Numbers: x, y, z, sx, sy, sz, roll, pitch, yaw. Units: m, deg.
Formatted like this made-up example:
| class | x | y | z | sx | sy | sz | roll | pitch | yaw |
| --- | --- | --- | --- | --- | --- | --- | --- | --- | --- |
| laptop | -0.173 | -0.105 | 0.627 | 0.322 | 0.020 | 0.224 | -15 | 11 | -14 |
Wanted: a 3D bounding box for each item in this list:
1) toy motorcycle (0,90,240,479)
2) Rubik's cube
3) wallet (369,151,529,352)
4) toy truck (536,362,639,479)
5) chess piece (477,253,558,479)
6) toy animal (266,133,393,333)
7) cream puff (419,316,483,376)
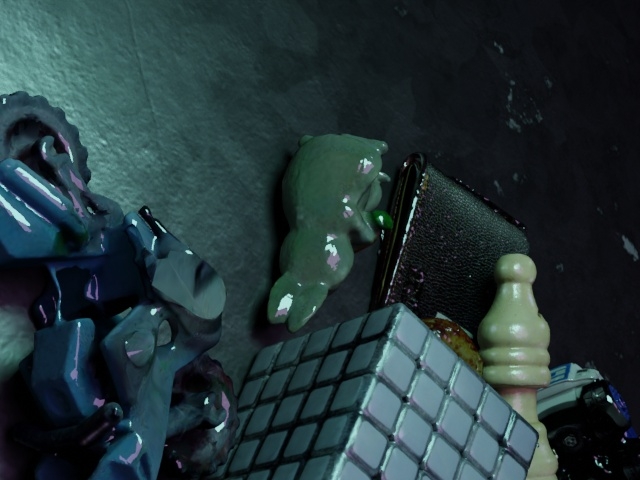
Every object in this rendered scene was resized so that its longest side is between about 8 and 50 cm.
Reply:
| class | x | y | z | sx | sy | sz | roll | pitch | yaw |
| --- | --- | --- | --- | --- | --- | --- | --- | --- | --- |
| toy motorcycle | -0.215 | 0.075 | 0.976 | 0.416 | 0.172 | 0.232 | 63 | 37 | -18 |
| Rubik's cube | 0.043 | 0.239 | 1.118 | 0.237 | 0.237 | 0.238 | 42 | 51 | -21 |
| wallet | 0.173 | 0.041 | 1.444 | 0.221 | 0.071 | 0.262 | 33 | 61 | -32 |
| toy truck | 0.370 | 0.267 | 1.501 | 0.213 | 0.161 | 0.177 | 58 | 25 | -10 |
| chess piece | 0.243 | 0.169 | 1.381 | 0.139 | 0.124 | 0.307 | 6 | 81 | -29 |
| toy animal | -0.002 | 0.000 | 1.272 | 0.125 | 0.127 | 0.251 | 40 | 64 | -41 |
| cream puff | 0.125 | 0.163 | 1.326 | 0.149 | 0.084 | 0.149 | -8 | 108 | -25 |
